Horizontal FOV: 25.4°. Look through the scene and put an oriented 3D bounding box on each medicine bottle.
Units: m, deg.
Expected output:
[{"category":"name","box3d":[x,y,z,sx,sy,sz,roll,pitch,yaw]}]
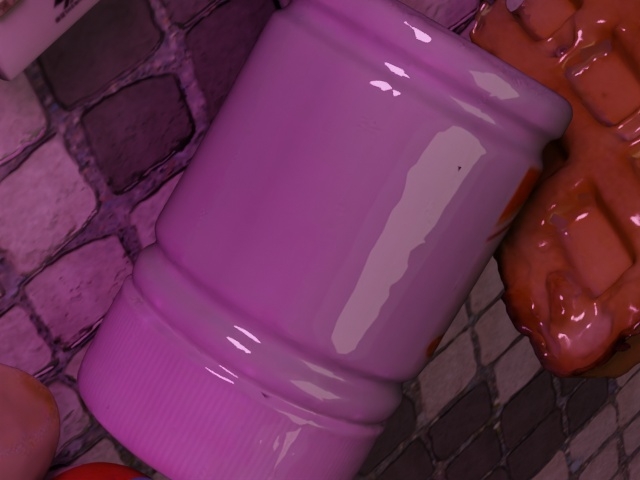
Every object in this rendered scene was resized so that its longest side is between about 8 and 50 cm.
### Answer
[{"category":"medicine bottle","box3d":[0.000,0.000,0.918,0.202,0.202,0.316,18,105,-53]}]

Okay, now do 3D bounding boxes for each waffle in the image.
[{"category":"waffle","box3d":[0.240,-0.101,0.961,0.348,0.304,0.077,-39,142,13]}]

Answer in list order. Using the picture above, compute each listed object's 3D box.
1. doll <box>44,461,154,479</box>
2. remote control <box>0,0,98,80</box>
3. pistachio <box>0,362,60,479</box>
[{"category":"doll","box3d":[-0.155,0.211,0.890,0.161,0.130,0.290,-40,-174,-17]},{"category":"remote control","box3d":[-0.184,-0.201,0.668,0.103,0.055,0.277,-45,144,-12]},{"category":"pistachio","box3d":[-0.254,0.141,0.810,0.215,0.144,0.144,-18,132,-37]}]
